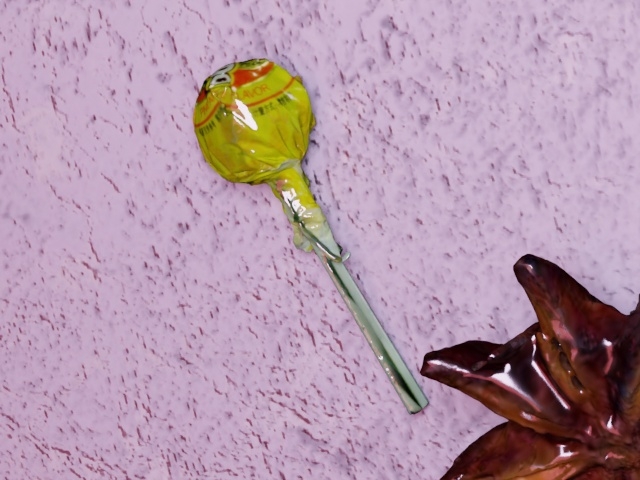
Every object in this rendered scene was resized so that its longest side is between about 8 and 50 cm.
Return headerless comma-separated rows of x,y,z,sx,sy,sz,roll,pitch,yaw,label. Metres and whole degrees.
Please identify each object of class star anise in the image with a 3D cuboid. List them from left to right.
0.185,0.101,1.213,0.272,0.102,0.272,7,126,9,star anise

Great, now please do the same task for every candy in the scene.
0.000,0.000,1.305,0.077,0.073,0.262,-28,94,47,candy
